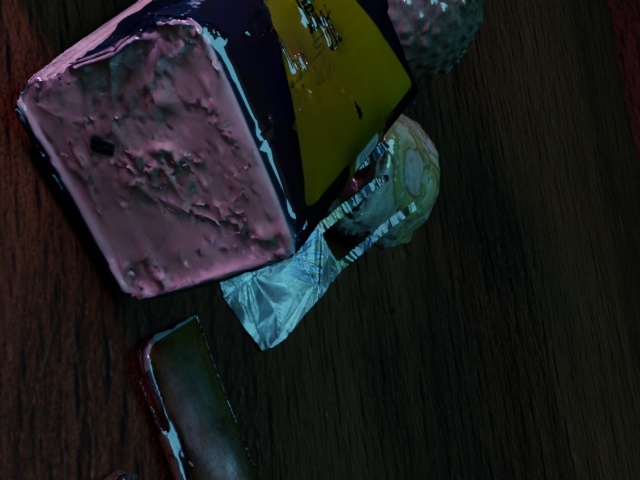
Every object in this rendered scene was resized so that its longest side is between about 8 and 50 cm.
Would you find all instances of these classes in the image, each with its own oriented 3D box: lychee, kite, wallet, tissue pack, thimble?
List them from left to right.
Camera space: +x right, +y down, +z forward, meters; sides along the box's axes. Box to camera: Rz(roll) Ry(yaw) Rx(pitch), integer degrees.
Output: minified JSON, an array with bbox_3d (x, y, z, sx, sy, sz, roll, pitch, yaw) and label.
[{"bbox_3d":[-0.119,0.209,1.521,0.137,0.031,0.255,-29,99,-61],"label":"wallet"},{"bbox_3d":[-0.091,-0.152,1.541,0.264,0.253,0.416,64,31,-16],"label":"tissue pack"},{"bbox_3d":[-0.001,0.000,1.747,0.310,0.015,0.169,-28,105,-36],"label":"kite"},{"bbox_3d":[0.068,-0.082,1.913,0.143,0.137,0.190,27,58,-53],"label":"thimble"},{"bbox_3d":[0.100,-0.336,2.027,0.274,0.255,0.255,89,1,-61],"label":"lychee"}]

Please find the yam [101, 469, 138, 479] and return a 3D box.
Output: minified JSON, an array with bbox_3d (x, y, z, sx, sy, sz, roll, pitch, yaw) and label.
[{"bbox_3d":[-0.209,0.237,1.350,0.027,0.033,0.129,47,22,8],"label":"yam"}]
